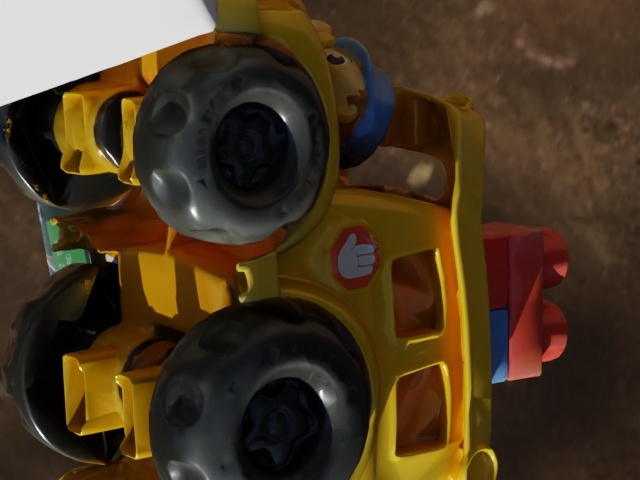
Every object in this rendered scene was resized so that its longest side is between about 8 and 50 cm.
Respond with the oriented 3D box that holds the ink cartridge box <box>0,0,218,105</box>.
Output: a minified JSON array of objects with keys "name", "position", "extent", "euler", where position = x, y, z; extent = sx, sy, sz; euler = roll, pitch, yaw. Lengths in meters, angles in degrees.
[{"name":"ink cartridge box","position":[-0.133,-0.202,0.529],"extent":[0.117,0.207,0.283],"euler":[-17,134,17]}]

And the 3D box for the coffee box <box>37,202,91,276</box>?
[{"name":"coffee box","position":[-0.162,-0.007,1.351],"extent":[0.040,0.184,0.113],"euler":[-8,100,4]}]

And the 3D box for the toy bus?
[{"name":"toy bus","position":[0.000,0.000,0.708],"extent":[0.149,0.211,0.220],"euler":[13,109,56]}]
